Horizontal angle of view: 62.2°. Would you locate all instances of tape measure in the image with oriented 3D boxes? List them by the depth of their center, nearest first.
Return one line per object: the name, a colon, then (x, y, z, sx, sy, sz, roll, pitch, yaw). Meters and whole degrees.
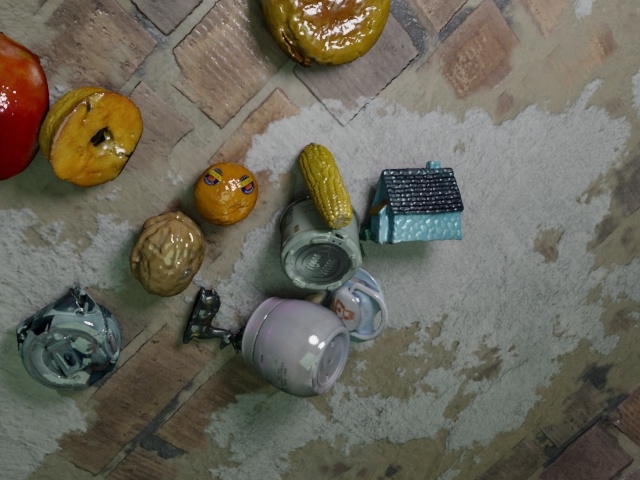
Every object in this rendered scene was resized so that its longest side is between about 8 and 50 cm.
tape measure: (-0.703, 0.290, 1.492, 0.256, 0.147, 0.275, -32, 116, 0)

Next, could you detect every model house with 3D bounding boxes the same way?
model house: (0.257, -0.115, 1.579, 0.262, 0.226, 0.240, -3, 98, -18)

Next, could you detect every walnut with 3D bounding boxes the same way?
walnut: (-0.414, 0.040, 1.442, 0.198, 0.198, 0.244, 18, 114, -22)

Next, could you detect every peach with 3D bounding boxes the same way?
peach: (-0.765, -0.310, 1.215, 0.281, 0.281, 0.338, 15, 73, -21)

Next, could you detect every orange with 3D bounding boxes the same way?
orange: (-0.255, -0.126, 1.430, 0.178, 0.155, 0.177, -37, 146, -31)

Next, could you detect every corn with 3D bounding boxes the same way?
corn: (0.010, -0.149, 1.418, 0.106, 0.305, 0.106, -9, 136, -9)

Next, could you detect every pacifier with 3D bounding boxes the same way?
pacifier: (0.135, 0.192, 1.685, 0.207, 0.228, 0.278, -35, 145, -49)

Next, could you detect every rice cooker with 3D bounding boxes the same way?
rice cooker: (0.000, 0.000, 1.523, 0.242, 0.226, 0.280, 18, 127, -17)

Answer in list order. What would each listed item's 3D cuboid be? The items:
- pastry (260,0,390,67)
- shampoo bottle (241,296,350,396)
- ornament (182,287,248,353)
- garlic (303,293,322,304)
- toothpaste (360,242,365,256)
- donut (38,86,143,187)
pastry: (0.019, -0.604, 1.309, 0.356, 0.164, 0.355, -5, 111, -14)
shampoo bottle: (-0.072, 0.311, 1.577, 0.273, 0.267, 0.272, -33, 131, -49)
ornament: (-0.283, 0.251, 1.633, 0.236, 0.080, 0.202, 18, 109, -19)
garlic: (-0.033, 0.205, 1.705, 0.053, 0.041, 0.083, 10, 118, -33)
toothpaste: (0.051, 0.058, 1.666, 0.179, 0.037, 0.043, -23, 120, -5)
donut: (-0.546, -0.248, 1.271, 0.253, 0.118, 0.253, -47, 154, -32)
